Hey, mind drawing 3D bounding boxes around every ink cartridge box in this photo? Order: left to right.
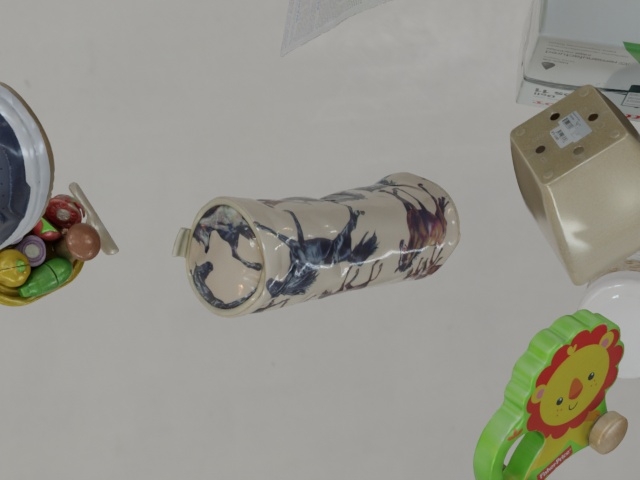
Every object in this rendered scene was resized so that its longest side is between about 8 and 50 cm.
[{"bbox_3d":[0.256,-0.174,1.199,0.153,0.208,0.087,9,81,5],"label":"ink cartridge box"}]

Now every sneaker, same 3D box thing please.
[{"bbox_3d":[-0.294,0.002,0.927,0.099,0.282,0.153,54,46,-1],"label":"sneaker"}]

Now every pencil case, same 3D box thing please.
[{"bbox_3d":[0.000,0.000,1.924,0.410,0.183,0.160,-10,107,-43],"label":"pencil case"}]

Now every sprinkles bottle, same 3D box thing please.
[{"bbox_3d":[0.392,0.072,1.735,0.121,0.355,0.121,3,101,14],"label":"sprinkles bottle"}]

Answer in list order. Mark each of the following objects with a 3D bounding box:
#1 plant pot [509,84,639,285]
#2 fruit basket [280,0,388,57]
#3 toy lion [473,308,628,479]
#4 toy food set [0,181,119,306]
[{"bbox_3d":[0.205,-0.052,1.056,0.109,0.109,0.096,-32,131,9],"label":"plant pot"},{"bbox_3d":[0.040,-0.320,1.070,0.165,0.353,0.327,8,87,-9],"label":"fruit basket"},{"bbox_3d":[0.115,0.085,0.693,0.100,0.034,0.096,-39,137,-17],"label":"toy lion"},{"bbox_3d":[-0.351,0.000,1.791,0.218,0.071,0.128,-32,101,-41],"label":"toy food set"}]
